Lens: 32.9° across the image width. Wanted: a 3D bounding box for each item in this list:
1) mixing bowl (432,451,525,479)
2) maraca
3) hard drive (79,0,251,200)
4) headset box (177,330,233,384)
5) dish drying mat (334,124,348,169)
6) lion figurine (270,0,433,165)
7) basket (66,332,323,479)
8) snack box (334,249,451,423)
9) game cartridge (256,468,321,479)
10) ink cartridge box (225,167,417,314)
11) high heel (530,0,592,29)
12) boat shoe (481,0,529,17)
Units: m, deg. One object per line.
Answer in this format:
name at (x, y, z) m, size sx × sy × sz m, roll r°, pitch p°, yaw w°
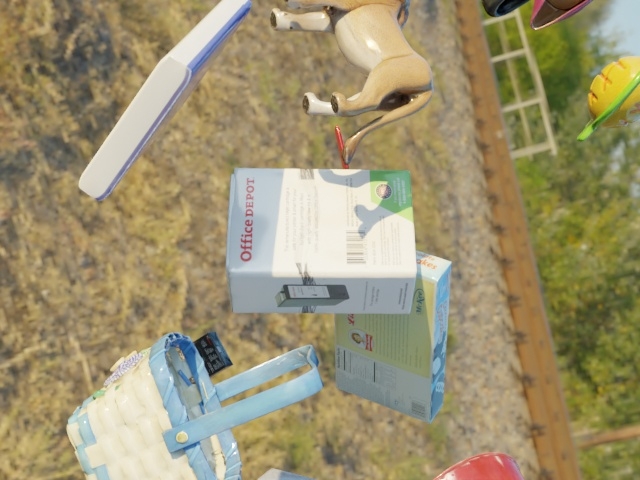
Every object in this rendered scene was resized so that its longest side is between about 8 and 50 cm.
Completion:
mixing bowl at (0.177, 0.333, 1.187) m, size 0.098 × 0.181 × 0.181 m, roll 45°, pitch -12°, yaw 43°
maraca at (0.485, -0.230, 1.781) m, size 0.099 × 0.185 × 0.127 m, roll 43°, pitch 49°, yaw 5°
hard drive at (-0.191, -0.195, 1.388) m, size 0.040 × 0.210 × 0.318 m, roll 36°, pitch 26°, yaw -8°
headset box at (-0.190, 0.190, 1.704) m, size 0.062 × 0.083 × 0.032 m, roll 60°, pitch 16°, yaw 9°
dish drying mat at (0.038, -0.163, 1.943) m, size 0.032 × 0.008 × 0.083 m, roll 113°, pitch -35°, yaw -72°
lion figurine at (0.078, -0.286, 1.573) m, size 0.142 × 0.240 × 0.392 m, roll 120°, pitch -42°, yaw -58°
basket at (-0.134, 0.200, 1.265) m, size 0.255 × 0.289 × 0.201 m, roll 156°, pitch -85°, yaw -88°
snack box at (0.115, 0.146, 1.793) m, size 0.060 × 0.187 × 0.321 m, roll -47°, pitch 147°, yaw -43°
game cartridge at (-0.067, 0.544, 2.064) m, size 0.294 × 0.196 × 0.060 m, roll -56°, pitch 161°, yaw -67°
ink cartridge box at (0.000, 0.000, 1.625) m, size 0.114 × 0.273 × 0.198 m, roll 92°, pitch -2°, yaw -54°
high heel at (0.359, -0.354, 1.419) m, size 0.082 × 0.117 × 0.244 m, roll 40°, pitch -17°, yaw -13°
boat shoe at (0.322, -0.343, 1.241) m, size 0.127 × 0.340 × 0.113 m, roll -1°, pitch 80°, yaw -59°
